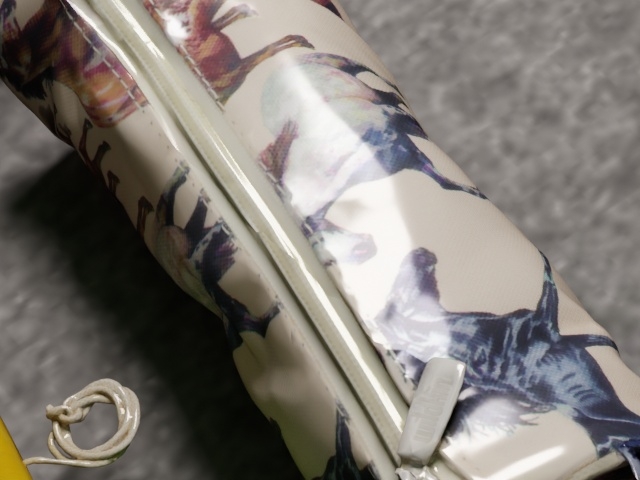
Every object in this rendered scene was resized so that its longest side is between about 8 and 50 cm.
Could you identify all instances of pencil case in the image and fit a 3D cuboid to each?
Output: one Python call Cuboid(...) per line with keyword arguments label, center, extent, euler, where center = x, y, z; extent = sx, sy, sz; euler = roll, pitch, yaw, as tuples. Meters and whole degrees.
Cuboid(label="pencil case", center=(0.000, 0.000, 0.898), extent=(0.160, 0.183, 0.410), euler=(-37, 64, 3))

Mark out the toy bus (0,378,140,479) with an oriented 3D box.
Cuboid(label="toy bus", center=(-0.202, 0.115, 0.847), extent=(0.191, 0.104, 0.202), euler=(7, 60, 18))
